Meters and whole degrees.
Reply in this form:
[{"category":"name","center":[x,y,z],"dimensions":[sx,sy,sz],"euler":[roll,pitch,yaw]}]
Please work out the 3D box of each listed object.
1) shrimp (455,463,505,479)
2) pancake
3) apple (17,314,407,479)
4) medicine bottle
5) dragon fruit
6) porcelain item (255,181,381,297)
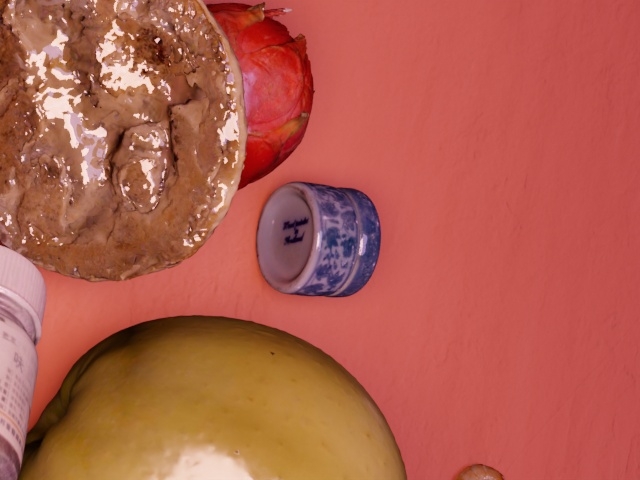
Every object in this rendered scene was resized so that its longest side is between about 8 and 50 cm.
[{"category":"shrimp","center":[0.247,0.390,2.264],"dimensions":[0.162,0.045,0.095],"euler":[50,45,-18]},{"category":"pancake","center":[-0.254,-0.139,1.765],"dimensions":[0.082,0.386,0.387],"euler":[-37,117,-72]},{"category":"apple","center":[-0.133,0.304,1.777],"dimensions":[0.473,0.473,0.474],"euler":[0,91,-33]},{"category":"medicine bottle","center":[-0.388,0.146,1.696],"dimensions":[0.165,0.165,0.273],"euler":[34,40,-29]},{"category":"dragon fruit","center":[-0.127,-0.168,1.894],"dimensions":[0.252,0.241,0.241],"euler":[-16,99,-18]},{"category":"porcelain item","center":[0.000,0.000,2.024],"dimensions":[0.114,0.147,0.147],"euler":[5,88,-35]}]
